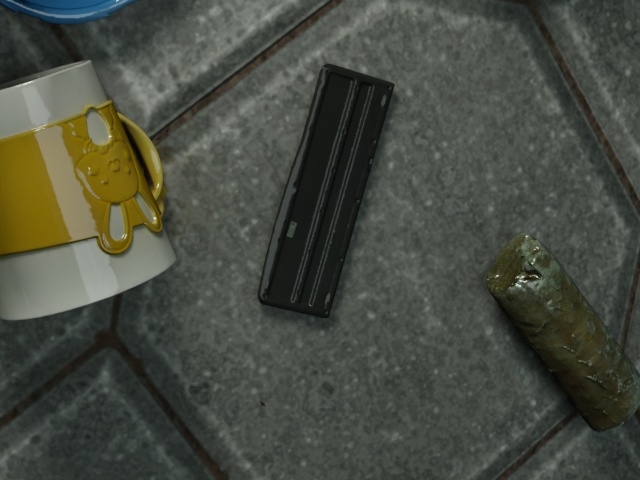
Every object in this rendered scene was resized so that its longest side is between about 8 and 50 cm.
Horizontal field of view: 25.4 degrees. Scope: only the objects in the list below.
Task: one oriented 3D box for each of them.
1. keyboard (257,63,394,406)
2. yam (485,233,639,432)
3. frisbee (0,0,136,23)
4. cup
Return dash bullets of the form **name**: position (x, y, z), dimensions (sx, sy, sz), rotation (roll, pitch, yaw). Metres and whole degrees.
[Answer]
- **keyboard**: position (-0.006, -0.001, 1.575), dimensions (0.103, 0.041, 0.381), rotation (15, 88, -26)
- **yam**: position (0.292, 0.110, 1.701), dimensions (0.093, 0.093, 0.259), rotation (-44, 115, -11)
- **frisbee**: position (-0.251, -0.333, 1.384), dimensions (0.242, 0.045, 0.242), rotation (-4, 101, -22)
- **cup**: position (-0.242, -0.057, 1.392), dimensions (0.241, 0.185, 0.226), rotation (-34, 111, -52)
